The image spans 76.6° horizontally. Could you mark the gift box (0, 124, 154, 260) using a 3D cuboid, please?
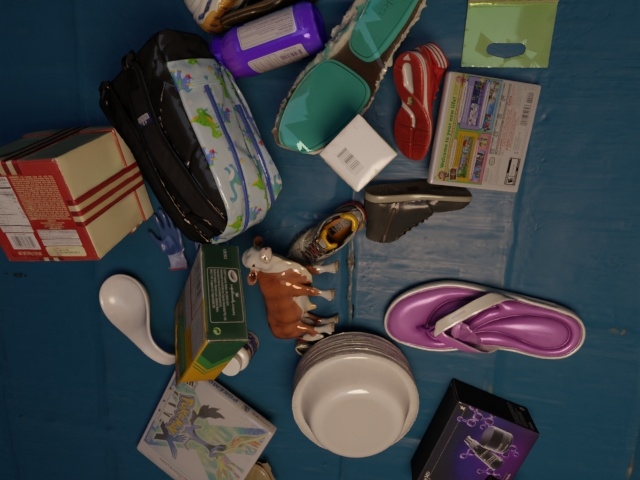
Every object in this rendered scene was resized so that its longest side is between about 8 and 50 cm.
[{"bbox_3d":[-0.548,-0.097,0.893,0.256,0.258,0.276,3,122,7],"label":"gift box"}]

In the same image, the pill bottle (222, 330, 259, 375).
[{"bbox_3d":[-0.197,0.271,0.974,0.067,0.120,0.066,2,103,9],"label":"pill bottle"}]

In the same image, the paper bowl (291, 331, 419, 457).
[{"bbox_3d":[0.078,0.362,0.909,0.285,0.148,0.283,0,109,0],"label":"paper bowl"}]

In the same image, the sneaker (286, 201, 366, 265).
[{"bbox_3d":[0.000,0.000,0.894,0.088,0.092,0.225,46,110,-2],"label":"sneaker"}]

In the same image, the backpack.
[{"bbox_3d":[-0.240,-0.170,0.812,0.290,0.274,0.354,-20,88,40],"label":"backpack"}]

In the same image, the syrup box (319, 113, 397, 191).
[{"bbox_3d":[0.081,-0.164,0.771,0.096,0.237,0.093,-44,92,15],"label":"syrup box"}]

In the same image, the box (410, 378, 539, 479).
[{"bbox_3d":[0.345,0.483,0.938,0.185,0.103,0.260,22,105,7],"label":"box"}]

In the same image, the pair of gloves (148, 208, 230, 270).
[{"bbox_3d":[-0.321,-0.010,0.987,0.199,0.023,0.159,-11,98,11],"label":"pair of gloves"}]

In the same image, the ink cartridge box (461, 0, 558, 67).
[{"bbox_3d":[0.364,-0.453,0.756,0.171,0.056,0.234,4,101,8],"label":"ink cartridge box"}]

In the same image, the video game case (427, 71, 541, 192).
[{"bbox_3d":[0.321,-0.209,0.802,0.194,0.023,0.212,4,104,-10],"label":"video game case"}]

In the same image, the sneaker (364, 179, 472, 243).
[{"bbox_3d":[0.203,-0.060,0.867,0.223,0.083,0.117,-1,123,1],"label":"sneaker"}]

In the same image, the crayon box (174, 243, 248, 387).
[{"bbox_3d":[-0.249,0.176,0.880,0.083,0.202,0.323,5,146,-28],"label":"crayon box"}]

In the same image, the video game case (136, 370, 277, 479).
[{"bbox_3d":[-0.310,0.522,1.066,0.300,0.036,0.328,33,107,10],"label":"video game case"}]

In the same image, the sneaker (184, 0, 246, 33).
[{"bbox_3d":[-0.161,-0.558,0.794,0.297,0.112,0.130,-36,94,14],"label":"sneaker"}]

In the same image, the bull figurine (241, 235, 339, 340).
[{"bbox_3d":[-0.058,0.114,0.883,0.189,0.101,0.310,5,135,9],"label":"bull figurine"}]

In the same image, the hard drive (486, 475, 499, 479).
[{"bbox_3d":[0.377,0.592,0.894,0.094,0.022,0.135,30,105,0],"label":"hard drive"}]

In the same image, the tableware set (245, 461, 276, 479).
[{"bbox_3d":[-0.188,0.579,1.084,0.128,0.039,0.194,-26,91,25],"label":"tableware set"}]

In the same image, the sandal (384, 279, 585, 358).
[{"bbox_3d":[0.347,0.179,0.869,0.418,0.102,0.169,1,102,10],"label":"sandal"}]

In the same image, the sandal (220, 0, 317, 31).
[{"bbox_3d":[-0.100,-0.481,0.813,0.220,0.090,0.060,-22,88,14],"label":"sandal"}]

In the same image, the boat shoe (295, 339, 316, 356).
[{"bbox_3d":[0.004,0.279,0.981,0.137,0.043,0.049,25,103,2],"label":"boat shoe"}]

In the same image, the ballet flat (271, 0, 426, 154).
[{"bbox_3d":[0.061,-0.336,0.789,0.147,0.147,0.408,38,99,0],"label":"ballet flat"}]

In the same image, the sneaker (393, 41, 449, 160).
[{"bbox_3d":[0.213,-0.277,0.804,0.087,0.128,0.221,29,145,33],"label":"sneaker"}]

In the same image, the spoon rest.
[{"bbox_3d":[-0.451,0.205,1.024,0.137,0.084,0.276,-39,94,15],"label":"spoon rest"}]

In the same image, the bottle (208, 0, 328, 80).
[{"bbox_3d":[-0.131,-0.388,0.821,0.283,0.118,0.092,-11,102,17],"label":"bottle"}]
